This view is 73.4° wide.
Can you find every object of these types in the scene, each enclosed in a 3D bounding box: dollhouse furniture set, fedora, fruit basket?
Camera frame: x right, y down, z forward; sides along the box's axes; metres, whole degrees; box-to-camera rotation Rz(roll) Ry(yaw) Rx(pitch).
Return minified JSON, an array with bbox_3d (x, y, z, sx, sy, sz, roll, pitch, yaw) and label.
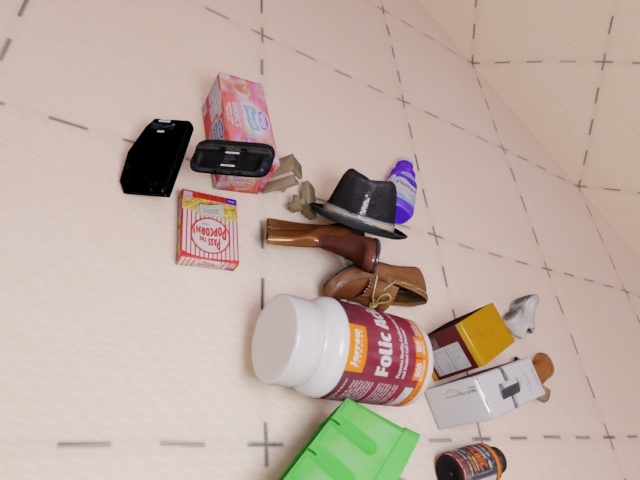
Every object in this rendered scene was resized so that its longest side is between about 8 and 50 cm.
[{"bbox_3d":[-0.101,-0.144,1.300,0.151,0.123,0.144,47,33,-54],"label":"dollhouse furniture set"},{"bbox_3d":[0.130,-0.115,1.248,0.333,0.153,0.334,19,9,-3],"label":"fedora"},{"bbox_3d":[0.088,0.547,0.822,0.391,0.283,0.393,14,45,-14],"label":"fruit basket"}]

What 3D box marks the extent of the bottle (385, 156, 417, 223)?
[{"bbox_3d":[0.293,-0.192,1.568,0.118,0.092,0.283,31,49,-15],"label":"bottle"}]

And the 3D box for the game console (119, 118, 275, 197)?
[{"bbox_3d":[-0.294,-0.194,1.042,0.360,0.044,0.214,6,63,7],"label":"game console"}]

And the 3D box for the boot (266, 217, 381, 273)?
[{"bbox_3d":[0.000,0.000,1.123,0.279,0.096,0.264,8,24,-16],"label":"boot"}]

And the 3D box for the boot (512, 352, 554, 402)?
[{"bbox_3d":[0.733,0.444,1.502,0.152,0.073,0.197,34,45,-8],"label":"boot"}]

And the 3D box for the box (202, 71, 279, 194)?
[{"bbox_3d":[-0.231,-0.301,1.219,0.142,0.154,0.300,3,60,-34],"label":"box"}]

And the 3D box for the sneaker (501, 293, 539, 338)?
[{"bbox_3d":[0.771,0.290,1.625,0.232,0.090,0.115,-32,90,-34],"label":"sneaker"}]

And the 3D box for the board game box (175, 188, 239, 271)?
[{"bbox_3d":[-0.283,-0.025,1.081,0.146,0.045,0.194,9,58,-31],"label":"board game box"}]

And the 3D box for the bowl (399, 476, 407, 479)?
[{"bbox_3d":[0.175,0.641,0.987,0.142,0.053,0.142,-26,80,-42],"label":"bowl"}]

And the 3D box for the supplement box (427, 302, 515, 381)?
[{"bbox_3d":[0.427,0.302,1.282,0.191,0.194,0.129,-16,72,-41],"label":"supplement box"}]

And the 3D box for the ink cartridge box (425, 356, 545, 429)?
[{"bbox_3d":[0.468,0.434,1.227,0.272,0.197,0.114,-1,64,-36],"label":"ink cartridge box"}]

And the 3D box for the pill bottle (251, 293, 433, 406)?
[{"bbox_3d":[0.055,0.256,1.000,0.391,0.224,0.224,19,53,-33],"label":"pill bottle"}]

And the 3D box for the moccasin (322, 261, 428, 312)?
[{"bbox_3d":[0.170,0.150,1.248,0.379,0.139,0.147,10,48,-42],"label":"moccasin"}]

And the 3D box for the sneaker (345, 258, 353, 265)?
[{"bbox_3d":[0.112,0.066,1.319,0.069,0.038,0.098,25,35,-46],"label":"sneaker"}]

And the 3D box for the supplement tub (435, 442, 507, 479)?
[{"bbox_3d":[0.408,0.602,1.144,0.197,0.106,0.106,6,60,-34],"label":"supplement tub"}]
